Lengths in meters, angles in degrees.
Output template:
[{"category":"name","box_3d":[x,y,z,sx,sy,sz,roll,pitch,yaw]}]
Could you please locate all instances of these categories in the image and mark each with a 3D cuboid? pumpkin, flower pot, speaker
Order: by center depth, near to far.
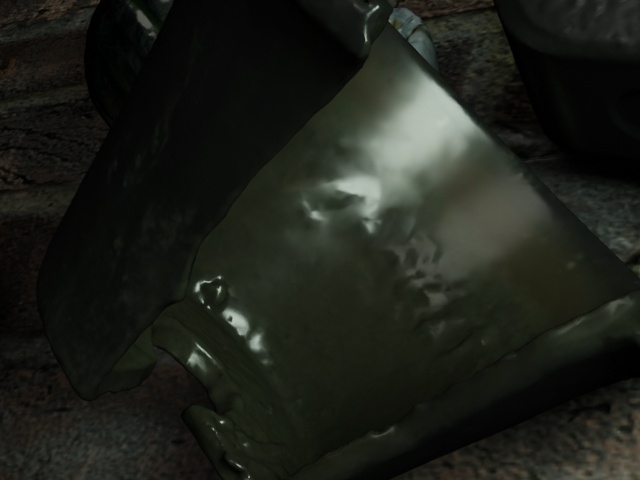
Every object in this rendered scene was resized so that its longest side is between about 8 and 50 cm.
[{"category":"flower pot","box_3d":[0.000,0.000,0.587,0.251,0.379,0.379,-46,35,12]},{"category":"speaker","box_3d":[0.272,-0.093,0.620,0.388,0.180,0.184,15,59,41]},{"category":"pumpkin","box_3d":[-0.096,-0.176,0.913,0.250,0.216,0.250,-48,17,19]}]

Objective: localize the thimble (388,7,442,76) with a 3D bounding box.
[{"category":"thimble","box_3d":[0.038,-0.107,0.818,0.127,0.118,0.151,10,48,35]}]
